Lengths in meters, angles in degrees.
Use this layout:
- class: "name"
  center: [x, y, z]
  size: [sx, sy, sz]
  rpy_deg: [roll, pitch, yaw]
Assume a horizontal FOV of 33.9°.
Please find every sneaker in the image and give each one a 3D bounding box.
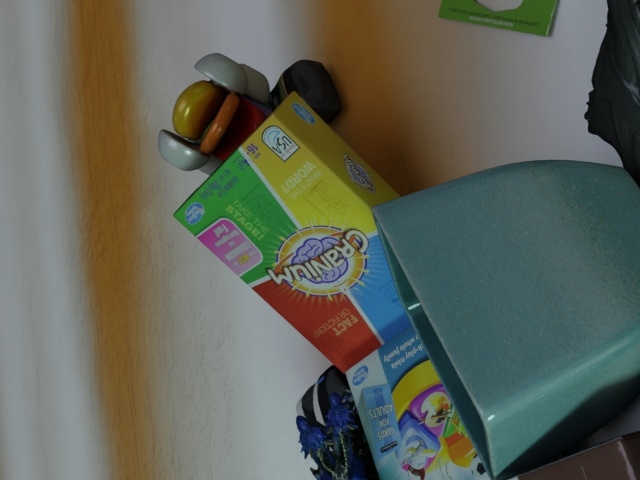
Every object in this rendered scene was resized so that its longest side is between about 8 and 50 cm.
- class: "sneaker"
  center: [0.322, -0.169, 1.078]
  size: [0.130, 0.109, 0.287]
  rpy_deg: [-22, 72, 53]
- class: "sneaker"
  center: [0.048, 0.261, 1.405]
  size: [0.217, 0.079, 0.121]
  rpy_deg: [56, 129, 33]

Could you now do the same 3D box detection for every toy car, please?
- class: "toy car"
  center: [-0.118, -0.153, 1.411]
  size: [0.136, 0.182, 0.159]
  rpy_deg: [31, 99, 18]

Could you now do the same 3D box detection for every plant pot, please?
- class: "plant pot"
  center: [0.227, 0.061, 1.052]
  size: [0.252, 0.247, 0.248]
  rpy_deg: [-26, 60, -1]

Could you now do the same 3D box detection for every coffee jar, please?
- class: "coffee jar"
  center: [-0.050, -0.174, 1.510]
  size: [0.184, 0.079, 0.096]
  rpy_deg: [-41, 61, 40]

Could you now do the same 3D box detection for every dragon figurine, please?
- class: "dragon figurine"
  center: [0.039, 0.333, 1.291]
  size: [0.085, 0.144, 0.289]
  rpy_deg: [-18, 81, 1]

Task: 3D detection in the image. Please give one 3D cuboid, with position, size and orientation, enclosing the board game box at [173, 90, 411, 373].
- class: "board game box"
  center: [0.000, 0.000, 1.333]
  size: [0.316, 0.064, 0.242]
  rpy_deg: [43, 131, -7]

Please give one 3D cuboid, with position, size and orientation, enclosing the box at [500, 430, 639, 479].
- class: "box"
  center: [0.313, 0.277, 1.015]
  size: [0.167, 0.203, 0.169]
  rpy_deg: [-35, 66, 43]

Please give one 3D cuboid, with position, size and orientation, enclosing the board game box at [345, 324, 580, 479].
- class: "board game box"
  center: [0.178, 0.254, 1.242]
  size: [0.254, 0.079, 0.336]
  rpy_deg: [-42, 56, 40]

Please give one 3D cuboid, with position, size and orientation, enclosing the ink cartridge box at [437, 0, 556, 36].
- class: "ink cartridge box"
  center: [0.199, -0.381, 1.215]
  size: [0.188, 0.097, 0.255]
  rpy_deg: [24, 107, 46]
